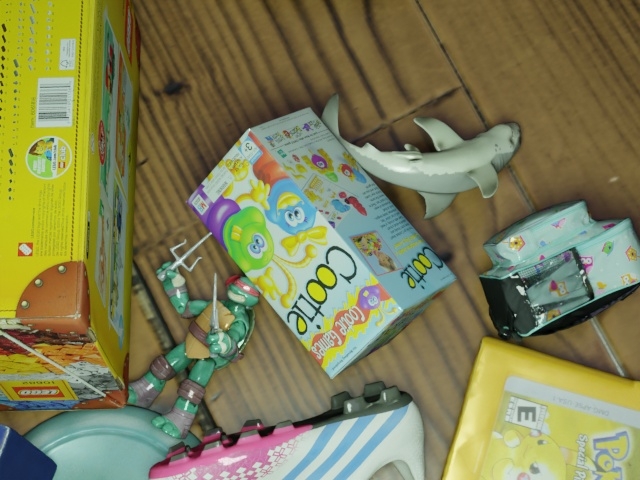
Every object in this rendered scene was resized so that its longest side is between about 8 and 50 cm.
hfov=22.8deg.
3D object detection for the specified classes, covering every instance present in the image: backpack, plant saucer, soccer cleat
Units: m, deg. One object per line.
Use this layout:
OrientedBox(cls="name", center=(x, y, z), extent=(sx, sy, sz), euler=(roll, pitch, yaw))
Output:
OrientedBox(cls="backpack", center=(0.291, 0.029, 1.884), extent=(0.188, 0.166, 0.144), euler=(-16, 88, -6))
OrientedBox(cls="plant saucer", center=(-0.256, 0.347, 1.875), extent=(0.317, 0.044, 0.318), euler=(0, 75, -1))
OrientedBox(cls="soccer cleat", center=(-0.029, 0.271, 1.846), extent=(0.331, 0.116, 0.143), euler=(-15, 93, -12))

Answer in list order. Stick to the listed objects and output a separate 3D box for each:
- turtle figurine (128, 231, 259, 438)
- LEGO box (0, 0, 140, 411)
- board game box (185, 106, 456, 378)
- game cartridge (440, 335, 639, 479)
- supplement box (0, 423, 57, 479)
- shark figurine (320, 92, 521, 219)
OrientedBox(cls="turtle figurine", center=(-0.139, 0.111, 1.886), extent=(0.118, 0.175, 0.234), euler=(31, 92, -35))
OrientedBox(cls="LEGO box", center=(-0.324, -0.093, 1.781), extent=(0.193, 0.372, 0.500), euler=(-1, 70, 1))
OrientedBox(cls="board game box", center=(0.000, 0.000, 1.878), extent=(0.275, 0.144, 0.142), euler=(50, 124, 10))
OrientedBox(cls="game cartridge", center=(0.307, 0.293, 1.877), extent=(0.323, 0.053, 0.285), euler=(16, 82, 5))
OrientedBox(cls="supplement box", center=(-0.514, 0.272, 1.790), extent=(0.356, 0.194, 0.195), euler=(15, 73, 13))
OrientedBox(cls="shark figurine", center=(0.114, -0.079, 1.948), extent=(0.278, 0.116, 0.166), euler=(3, 44, -7))
